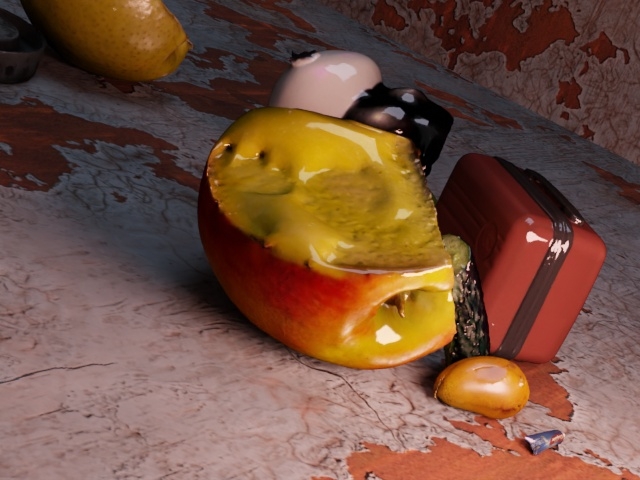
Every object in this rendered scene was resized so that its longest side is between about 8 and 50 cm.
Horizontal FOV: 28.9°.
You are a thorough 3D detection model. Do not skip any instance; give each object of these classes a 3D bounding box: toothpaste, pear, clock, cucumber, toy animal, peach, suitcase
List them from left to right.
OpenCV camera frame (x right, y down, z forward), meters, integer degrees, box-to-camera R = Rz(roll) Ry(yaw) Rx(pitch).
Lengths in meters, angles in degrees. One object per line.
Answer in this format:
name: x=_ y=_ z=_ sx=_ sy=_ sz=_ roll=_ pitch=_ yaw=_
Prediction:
clock: x=-0.630 y=-0.359 z=2.119 sx=0.318 sy=0.066 sz=0.319 roll=20 pitch=18 yaw=-7
pear: x=-0.430 y=-0.430 z=2.254 sx=0.386 sy=0.191 sz=0.340 roll=43 pitch=-7 yaw=4
peach: x=0.000 y=0.000 z=1.574 sx=0.306 sy=0.242 sz=0.380 roll=-6 pitch=44 yaw=-11
toy animal: x=0.056 y=-0.196 z=2.150 sx=0.309 sy=0.251 sz=0.251 roll=25 pitch=19 yaw=2
cucumber: x=0.187 y=0.088 z=1.575 sx=0.062 sy=0.211 sz=0.078 roll=-8 pitch=43 yaw=-3
suitcase: x=0.269 y=0.021 z=1.814 sx=0.161 sy=0.236 sz=0.297 roll=16 pitch=20 yaw=-19
toothpaste: x=0.280 y=0.249 z=1.544 sx=0.083 sy=0.019 sz=0.027 roll=-3 pitch=55 yaw=-50

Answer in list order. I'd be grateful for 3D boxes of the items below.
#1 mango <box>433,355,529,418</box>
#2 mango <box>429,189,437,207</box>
mango: x=0.203 y=0.182 z=1.558 sx=0.127 sy=0.063 sz=0.077 roll=6 pitch=63 yaw=-13
mango: x=0.105 y=-0.041 z=1.943 sx=0.137 sy=0.091 sz=0.237 roll=57 pitch=36 yaw=-7
